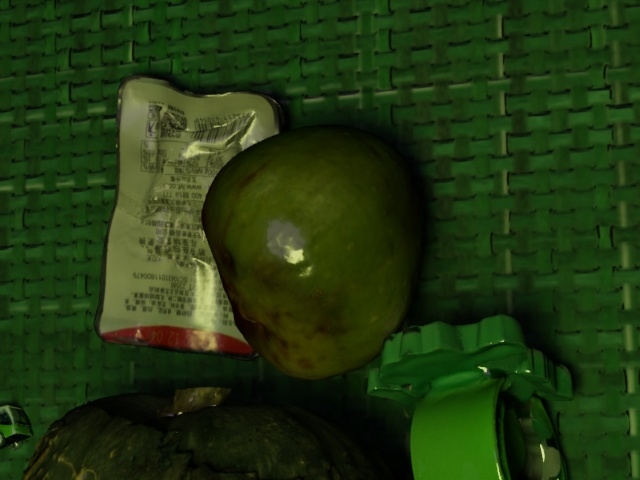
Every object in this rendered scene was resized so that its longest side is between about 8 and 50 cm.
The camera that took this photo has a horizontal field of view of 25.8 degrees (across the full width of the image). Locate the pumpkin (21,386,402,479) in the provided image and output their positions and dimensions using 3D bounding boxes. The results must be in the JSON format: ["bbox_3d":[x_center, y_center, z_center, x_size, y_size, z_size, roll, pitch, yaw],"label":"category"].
[{"bbox_3d":[-0.084,0.232,0.984,0.328,0.291,0.257,1,87,35],"label":"pumpkin"}]

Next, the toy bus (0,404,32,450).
[{"bbox_3d":[-0.293,0.171,1.214,0.083,0.031,0.037,-23,67,17],"label":"toy bus"}]

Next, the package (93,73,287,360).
[{"bbox_3d":[-0.109,-0.021,1.166,0.166,0.040,0.232,5,94,23],"label":"package"}]

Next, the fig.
[{"bbox_3d":[0.000,0.000,1.050,0.181,0.181,0.191,31,61,20],"label":"fig"}]

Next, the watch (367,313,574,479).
[{"bbox_3d":[0.108,0.149,0.997,0.131,0.165,0.152,-14,63,25],"label":"watch"}]
